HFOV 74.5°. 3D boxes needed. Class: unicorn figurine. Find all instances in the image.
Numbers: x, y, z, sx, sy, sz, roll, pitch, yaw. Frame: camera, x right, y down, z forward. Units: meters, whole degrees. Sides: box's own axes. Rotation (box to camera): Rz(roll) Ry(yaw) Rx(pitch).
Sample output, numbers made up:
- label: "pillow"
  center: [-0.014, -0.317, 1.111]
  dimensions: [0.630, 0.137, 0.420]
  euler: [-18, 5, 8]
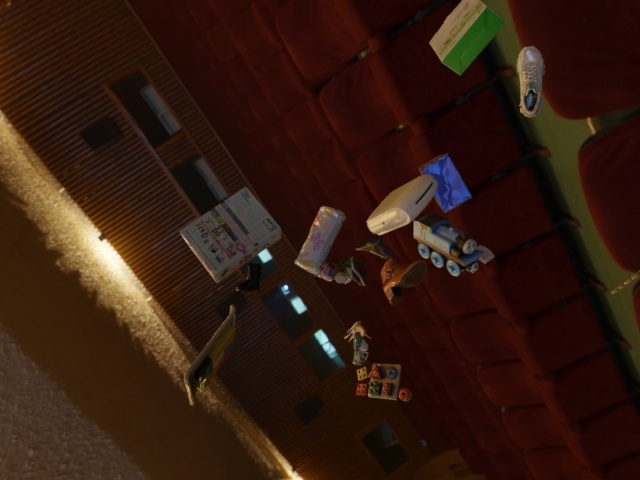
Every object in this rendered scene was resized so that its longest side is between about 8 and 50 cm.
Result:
- label: "unicorn figurine"
  center: [0.161, 0.408, 1.887]
  dimensions: [0.060, 0.111, 0.162]
  euler: [37, -160, -15]

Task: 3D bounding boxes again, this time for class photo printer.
- label: "photo printer"
  center: [0.363, -0.158, 1.838]
  dimensions: [0.107, 0.256, 0.307]
  euler: [46, 155, -8]

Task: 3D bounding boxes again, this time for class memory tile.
- label: "memory tile"
  center: [1.161, 0.144, 1.571]
  dimensions: [0.012, 0.113, 0.148]
  euler: [51, 155, 26]

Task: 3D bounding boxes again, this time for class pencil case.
- label: "pencil case"
  center: [0.000, 0.000, 1.655]
  dimensions: [0.113, 0.273, 0.124]
  euler: [29, 168, -21]

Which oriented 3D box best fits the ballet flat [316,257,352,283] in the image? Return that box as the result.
- label: "ballet flat"
  center: [0.062, 0.107, 1.376]
  dimensions: [0.079, 0.077, 0.221]
  euler: [43, -163, 19]

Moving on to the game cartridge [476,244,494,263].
- label: "game cartridge"
  center: [0.651, 0.054, 1.681]
  dimensions: [0.017, 0.056, 0.083]
  euler: [50, -178, -41]

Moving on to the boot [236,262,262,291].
- label: "boot"
  center: [-0.256, 0.132, 1.510]
  dimensions: [0.121, 0.045, 0.099]
  euler: [3, -90, -59]

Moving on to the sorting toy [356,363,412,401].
- label: "sorting toy"
  center: [0.236, 0.549, 1.656]
  dimensions: [0.046, 0.274, 0.133]
  euler: [35, -123, -37]

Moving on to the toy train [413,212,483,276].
- label: "toy train"
  center: [0.299, 0.009, 1.002]
  dimensions: [0.184, 0.080, 0.105]
  euler: [38, 145, 50]

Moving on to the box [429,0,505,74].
- label: "box"
  center: [0.629, -0.907, 1.841]
  dimensions: [0.126, 0.262, 0.231]
  euler: [23, -143, -24]

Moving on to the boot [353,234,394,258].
- label: "boot"
  center: [0.261, 0.052, 2.086]
  dimensions: [0.137, 0.077, 0.197]
  euler: [43, 156, -14]

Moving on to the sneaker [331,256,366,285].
- label: "sneaker"
  center: [0.137, 0.147, 1.964]
  dimensions: [0.222, 0.118, 0.083]
  euler: [53, -144, -47]

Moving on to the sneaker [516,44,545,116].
- label: "sneaker"
  center: [0.579, -0.435, 1.153]
  dimensions: [0.083, 0.071, 0.191]
  euler: [-37, -63, -59]

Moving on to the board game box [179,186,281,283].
- label: "board game box"
  center: [-0.333, -0.023, 1.585]
  dimensions: [0.224, 0.303, 0.097]
  euler: [50, 162, 13]

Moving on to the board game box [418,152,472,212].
- label: "board game box"
  center: [0.588, -0.282, 2.017]
  dimensions: [0.232, 0.141, 0.291]
  euler: [59, -165, -4]

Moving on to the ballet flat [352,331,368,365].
- label: "ballet flat"
  center: [0.170, 0.451, 1.750]
  dimensions: [0.070, 0.070, 0.189]
  euler: [-104, 8, -50]

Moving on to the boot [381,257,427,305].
- label: "boot"
  center: [0.397, 0.153, 2.061]
  dimensions: [0.108, 0.284, 0.220]
  euler: [15, -148, -18]

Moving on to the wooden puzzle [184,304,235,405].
- label: "wooden puzzle"
  center: [-0.291, 0.320, 1.157]
  dimensions: [0.044, 0.221, 0.239]
  euler: [25, -126, 5]
